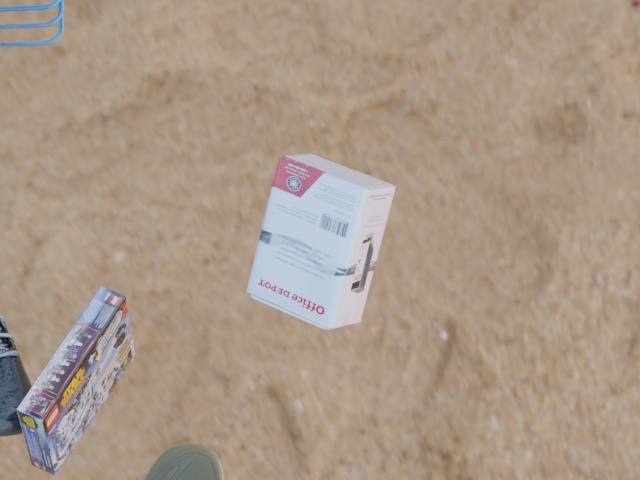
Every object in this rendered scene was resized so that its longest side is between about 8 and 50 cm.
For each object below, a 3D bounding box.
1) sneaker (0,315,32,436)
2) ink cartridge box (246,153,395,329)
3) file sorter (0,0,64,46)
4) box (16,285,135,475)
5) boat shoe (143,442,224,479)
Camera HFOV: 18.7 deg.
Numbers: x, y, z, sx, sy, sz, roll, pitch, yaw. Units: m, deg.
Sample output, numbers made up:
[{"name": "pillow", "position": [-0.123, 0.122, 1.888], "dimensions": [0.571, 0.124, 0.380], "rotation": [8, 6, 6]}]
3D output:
[{"name": "sneaker", "position": [-0.308, 0.059, 1.688], "dimensions": [0.086, 0.132, 0.228], "rotation": [-9, 40, -36]}, {"name": "ink cartridge box", "position": [0.000, 0.000, 1.760], "dimensions": [0.099, 0.056, 0.135], "rotation": [23, 107, 29]}, {"name": "file sorter", "position": [-0.281, -0.254, 1.720], "dimensions": [0.104, 0.170, 0.118], "rotation": [-4, 73, -9]}, {"name": "box", "position": [-0.203, 0.118, 1.631], "dimensions": [0.027, 0.094, 0.137], "rotation": [22, 57, 15]}, {"name": "boat shoe", "position": [-0.086, 0.195, 1.129], "dimensions": [0.056, 0.048, 0.153], "rotation": [5, 79, 4]}]
